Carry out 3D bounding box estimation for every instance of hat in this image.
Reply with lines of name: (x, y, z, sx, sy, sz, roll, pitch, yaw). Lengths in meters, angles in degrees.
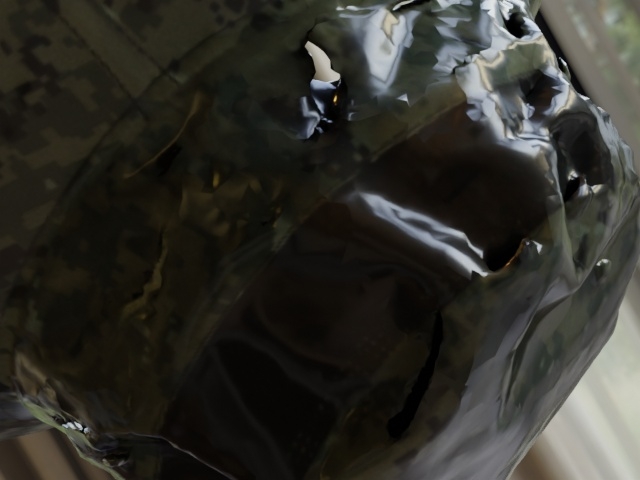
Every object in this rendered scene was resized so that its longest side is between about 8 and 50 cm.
hat: (0.000, 0.000, 0.408, 0.265, 0.128, 0.265, -37, -21, -17)
